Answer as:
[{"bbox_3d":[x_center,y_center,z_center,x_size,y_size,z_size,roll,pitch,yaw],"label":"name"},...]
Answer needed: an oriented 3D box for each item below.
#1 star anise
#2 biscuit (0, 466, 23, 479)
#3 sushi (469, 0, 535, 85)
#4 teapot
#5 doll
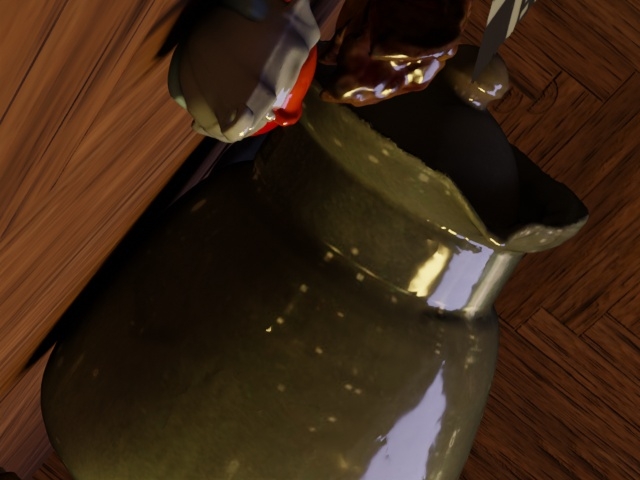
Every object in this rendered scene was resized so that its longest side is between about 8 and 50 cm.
[{"bbox_3d":[0.069,-0.149,0.689,0.234,0.073,0.177,-59,-175,37],"label":"star anise"},{"bbox_3d":[-0.268,0.247,0.861,0.301,0.049,0.197,-51,177,21],"label":"biscuit"},{"bbox_3d":[0.133,-0.176,0.603,0.192,0.050,0.215,-52,161,-46],"label":"sushi"},{"bbox_3d":[0.019,0.014,0.893,0.285,0.223,0.305,-58,177,16],"label":"teapot"},{"bbox_3d":[-0.020,-0.052,0.462,0.057,0.039,0.114,-23,-164,11],"label":"doll"}]
